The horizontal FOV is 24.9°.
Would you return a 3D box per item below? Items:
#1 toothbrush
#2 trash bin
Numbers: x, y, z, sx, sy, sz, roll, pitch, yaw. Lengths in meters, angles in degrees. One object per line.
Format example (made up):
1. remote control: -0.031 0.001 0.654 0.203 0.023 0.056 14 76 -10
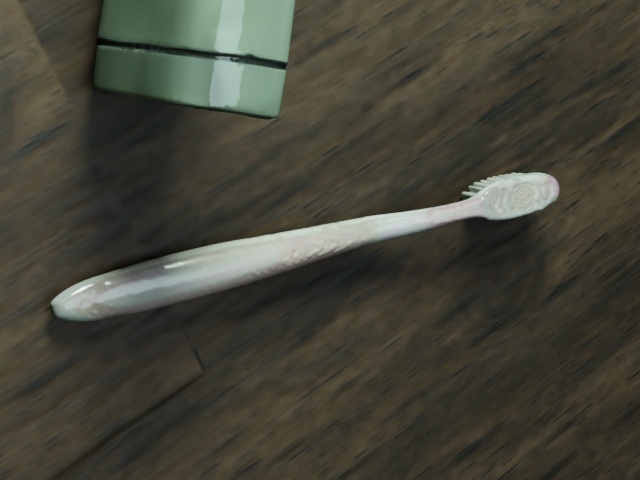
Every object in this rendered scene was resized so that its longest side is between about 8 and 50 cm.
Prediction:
1. toothbrush: 0.000 0.000 0.778 0.307 0.029 0.025 -14 106 -27
2. trash bin: -0.055 -0.125 0.661 0.059 0.116 0.130 5 97 -34
